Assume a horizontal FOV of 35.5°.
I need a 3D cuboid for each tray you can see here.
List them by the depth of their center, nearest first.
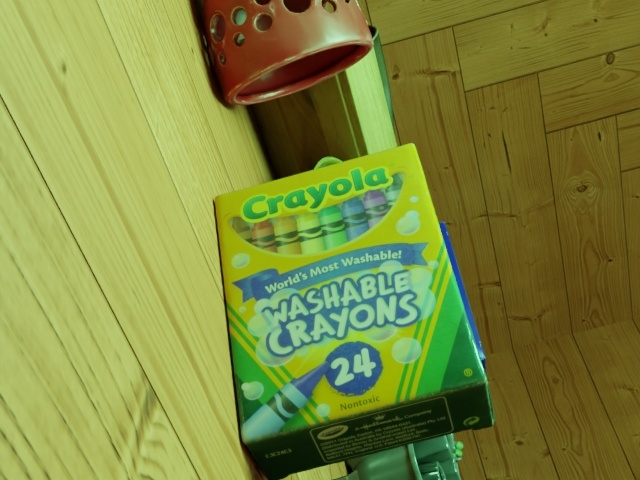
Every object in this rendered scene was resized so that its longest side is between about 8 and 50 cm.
[{"bbox_3d":[0.007,-0.151,1.475,0.076,0.203,0.411,-52,144,-30],"label":"tray"}]

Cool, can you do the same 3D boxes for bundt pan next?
[{"bbox_3d":[0.136,0.390,1.565,0.331,0.124,0.331,-21,90,-78],"label":"bundt pan"}]

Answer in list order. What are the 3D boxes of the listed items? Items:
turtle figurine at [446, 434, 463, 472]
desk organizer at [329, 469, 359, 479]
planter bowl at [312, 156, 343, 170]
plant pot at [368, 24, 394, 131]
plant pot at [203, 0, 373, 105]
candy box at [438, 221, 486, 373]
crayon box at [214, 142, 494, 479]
[{"bbox_3d":[0.204,0.370,1.812,0.274,0.198,0.266,-112,-140,-53],"label":"turtle figurine"},{"bbox_3d":[0.023,0.298,1.151,0.130,0.047,0.050,54,19,-78],"label":"desk organizer"},{"bbox_3d":[0.000,0.000,1.383,0.217,0.090,0.217,41,42,-51],"label":"planter bowl"},{"bbox_3d":[0.032,-0.200,1.634,0.215,0.215,0.230,-95,163,-65],"label":"plant pot"},{"bbox_3d":[-0.054,-0.273,1.189,0.191,0.191,0.174,-19,86,-86],"label":"plant pot"},{"bbox_3d":[0.170,0.146,2.050,0.122,0.268,0.317,74,3,-64],"label":"candy box"},{"bbox_3d":[0.017,0.037,0.918,0.083,0.203,0.323,70,7,-50],"label":"crayon box"}]
